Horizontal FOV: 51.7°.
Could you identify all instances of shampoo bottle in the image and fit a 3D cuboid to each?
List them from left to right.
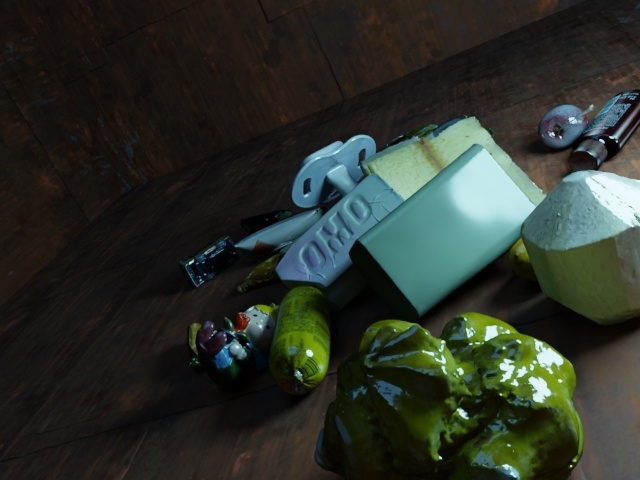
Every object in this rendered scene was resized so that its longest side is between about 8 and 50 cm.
[{"bbox_3d":[0.727,-0.273,1.664,0.129,0.084,0.323,-6,30,49],"label":"shampoo bottle"}]

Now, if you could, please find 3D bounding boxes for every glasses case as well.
[{"bbox_3d":[-0.112,-0.013,1.992,0.308,0.083,0.128,-23,-7,9],"label":"glasses case"}]

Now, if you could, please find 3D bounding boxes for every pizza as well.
[{"bbox_3d":[-0.150,0.091,1.892,0.130,0.041,0.178,-7,28,46],"label":"pizza"}]

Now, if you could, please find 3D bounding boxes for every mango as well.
[{"bbox_3d":[0.446,0.010,1.287,0.178,0.115,0.090,-50,-2,-19],"label":"mango"}]

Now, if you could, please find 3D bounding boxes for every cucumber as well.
[{"bbox_3d":[-0.204,-0.064,2.321,0.220,0.046,0.070,-14,32,28],"label":"cucumber"}]

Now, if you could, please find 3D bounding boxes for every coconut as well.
[{"bbox_3d":[0.465,-0.003,1.111,0.239,0.244,0.239,-23,22,10],"label":"coconut"}]

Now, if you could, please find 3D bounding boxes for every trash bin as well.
[{"bbox_3d":[0.255,-0.010,1.376,0.343,0.223,0.158,-35,-10,-17],"label":"trash bin"}]

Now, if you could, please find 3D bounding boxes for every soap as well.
[{"bbox_3d":[0.064,0.015,1.582,0.347,0.115,0.208,-42,35,6],"label":"soap"}]

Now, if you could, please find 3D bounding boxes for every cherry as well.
[{"bbox_3d":[0.677,-0.317,1.759,0.188,0.148,0.115,-37,45,44],"label":"cherry"}]

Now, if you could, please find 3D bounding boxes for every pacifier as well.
[{"bbox_3d":[0.065,-0.158,1.884,0.299,0.244,0.233,-29,57,-18],"label":"pacifier"}]

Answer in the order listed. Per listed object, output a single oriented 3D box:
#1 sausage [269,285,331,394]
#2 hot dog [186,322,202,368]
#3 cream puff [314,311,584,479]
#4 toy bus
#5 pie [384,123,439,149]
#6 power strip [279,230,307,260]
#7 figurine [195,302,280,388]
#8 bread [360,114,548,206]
[{"bbox_3d":[-0.039,0.201,1.392,0.123,0.123,0.347,-22,21,12],"label":"sausage"},{"bbox_3d":[-0.304,0.259,1.645,0.055,0.072,0.188,-7,19,-9],"label":"hot dog"},{"bbox_3d":[0.164,0.219,0.911,0.378,0.276,0.378,-22,19,8],"label":"cream puff"},{"bbox_3d":[-0.366,0.066,2.136,0.182,0.091,0.103,-37,21,-29],"label":"toy bus"},{"bbox_3d":[0.328,-0.344,2.335,0.240,0.054,0.240,-23,19,8],"label":"pie"},{"bbox_3d":[0.000,0.000,1.892,0.256,0.070,0.105,-38,23,-25],"label":"power strip"},{"bbox_3d":[-0.166,0.203,1.468,0.234,0.185,0.127,-39,43,-25],"label":"figurine"},{"bbox_3d":[0.322,-0.132,1.632,0.345,0.242,0.405,-28,17,5],"label":"bread"}]
